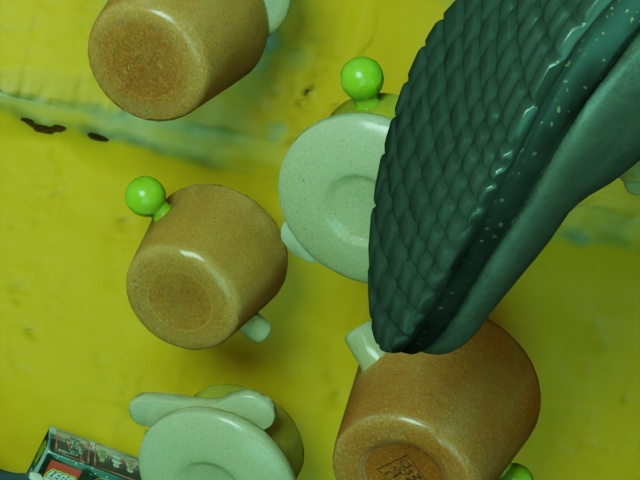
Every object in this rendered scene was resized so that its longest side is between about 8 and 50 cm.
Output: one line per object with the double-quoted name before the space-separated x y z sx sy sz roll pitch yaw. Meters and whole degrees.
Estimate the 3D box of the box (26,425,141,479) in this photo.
"box" -0.103 0.165 1.067 0.137 0.027 0.094 23 114 -16

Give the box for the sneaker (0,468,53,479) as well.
"sneaker" -0.235 0.155 1.001 0.235 0.094 0.153 33 106 -14

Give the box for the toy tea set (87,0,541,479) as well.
"toy tea set" 0.000 0.000 0.962 0.200 0.124 0.336 4 121 20

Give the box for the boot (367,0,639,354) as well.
"boot" 0.170 -0.060 0.772 0.222 0.118 0.338 15 130 -21

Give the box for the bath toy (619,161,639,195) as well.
"bath toy" 0.304 -0.073 0.908 0.348 0.151 0.129 1 133 -7
